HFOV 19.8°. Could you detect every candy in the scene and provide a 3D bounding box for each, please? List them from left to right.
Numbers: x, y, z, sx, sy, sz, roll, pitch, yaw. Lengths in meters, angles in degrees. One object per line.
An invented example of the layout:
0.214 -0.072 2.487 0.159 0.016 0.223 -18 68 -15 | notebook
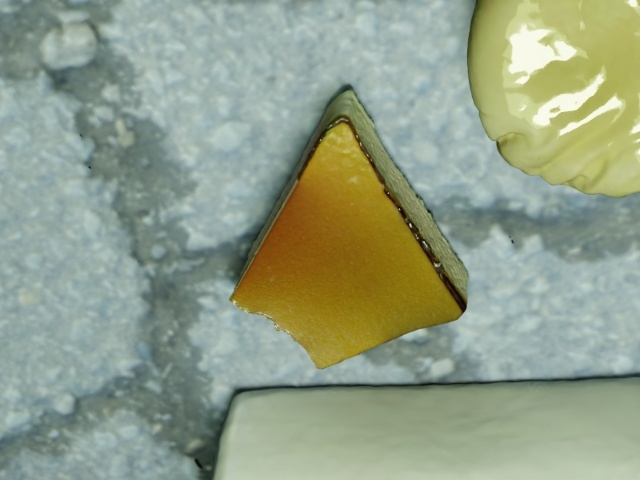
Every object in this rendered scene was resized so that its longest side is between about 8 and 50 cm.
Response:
0.099 0.230 1.451 0.358 0.145 0.208 -2 121 9 | candy

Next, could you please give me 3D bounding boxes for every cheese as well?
0.208 -0.136 1.239 0.214 0.117 0.226 11 117 4 | cheese

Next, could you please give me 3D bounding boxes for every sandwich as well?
0.000 0.000 1.372 0.162 0.058 0.193 -22 119 20 | sandwich
